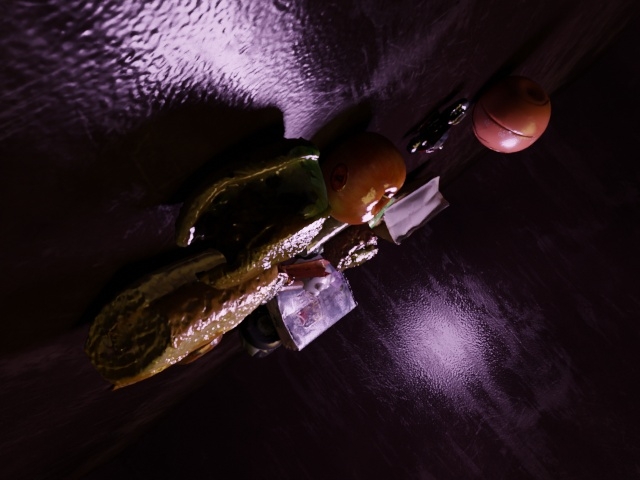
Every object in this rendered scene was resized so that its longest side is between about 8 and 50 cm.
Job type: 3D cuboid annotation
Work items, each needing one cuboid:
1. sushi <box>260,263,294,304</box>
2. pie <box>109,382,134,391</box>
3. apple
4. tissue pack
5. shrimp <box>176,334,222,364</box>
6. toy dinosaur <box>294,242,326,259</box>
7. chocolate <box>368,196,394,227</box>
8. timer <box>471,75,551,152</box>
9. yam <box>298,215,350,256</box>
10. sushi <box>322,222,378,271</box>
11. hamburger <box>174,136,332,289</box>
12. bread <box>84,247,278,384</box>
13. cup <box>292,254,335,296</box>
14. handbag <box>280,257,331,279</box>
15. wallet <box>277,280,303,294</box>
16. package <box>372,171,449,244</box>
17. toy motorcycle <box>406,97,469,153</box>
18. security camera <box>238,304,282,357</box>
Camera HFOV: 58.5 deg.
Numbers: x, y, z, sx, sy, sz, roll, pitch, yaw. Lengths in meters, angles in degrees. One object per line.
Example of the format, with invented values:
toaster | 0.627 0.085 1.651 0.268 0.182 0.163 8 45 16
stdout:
sushi | -0.206 0.128 1.516 0.332 0.124 0.130 -32 158 -33
pie | -0.568 0.419 1.788 0.170 0.034 0.092 -18 160 -51
apple | 0.088 -0.136 1.262 0.209 0.164 0.209 -40 169 -9
tissue pack | -0.040 0.245 2.308 0.361 0.259 0.122 -31 -166 -38
shrimp | -0.402 0.323 1.733 0.287 0.062 0.152 -22 -167 40
toy dinosaur | 0.000 0.000 1.811 0.205 0.092 0.393 -39 174 -7
chocolate | 0.142 -0.068 2.032 0.291 0.110 0.110 -43 171 7
timer | 0.606 -0.400 1.824 0.230 0.229 0.215 -32 165 -39
yam | 0.026 -0.057 1.596 0.259 0.106 0.106 -36 170 -22
sushi | 0.090 0.029 1.737 0.161 0.107 0.241 -30 164 -8
hamburger | -0.087 -0.058 0.931 0.288 0.167 0.192 -30 168 -44
bread | -0.269 0.134 1.163 0.236 0.165 0.375 -42 172 31
cup | -0.012 0.114 2.155 0.173 0.142 0.134 -37 170 -19
handbag | -0.080 0.093 1.757 0.213 0.059 0.157 -7 178 10
wallet | -0.131 0.146 1.729 0.118 0.038 0.153 -9 178 26
package | 0.321 -0.159 2.236 0.311 0.221 0.165 -33 130 -24
toy motorcycle | 0.339 -0.317 1.627 0.213 0.082 0.122 -41 170 16
security camera | -0.252 0.389 2.396 0.197 0.191 0.277 -36 171 -29
